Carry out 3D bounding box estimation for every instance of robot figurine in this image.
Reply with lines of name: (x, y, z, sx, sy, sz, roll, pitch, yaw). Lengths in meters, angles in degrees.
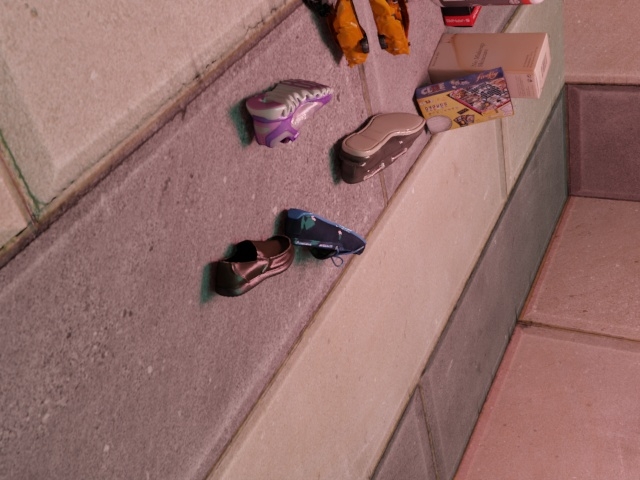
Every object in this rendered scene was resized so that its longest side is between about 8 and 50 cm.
robot figurine: (0.089, -0.495, 1.694, 0.291, 0.211, 0.085, 62, 22, -54)

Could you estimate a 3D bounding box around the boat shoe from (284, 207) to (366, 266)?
boat shoe: (0.000, 0.000, 1.759, 0.258, 0.109, 0.089, 21, 85, -45)

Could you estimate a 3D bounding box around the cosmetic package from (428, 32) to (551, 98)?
cosmetic package: (0.485, -0.502, 2.300, 0.160, 0.310, 0.113, -67, 149, -29)

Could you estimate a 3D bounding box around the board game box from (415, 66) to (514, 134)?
board game box: (0.406, -0.388, 2.250, 0.165, 0.243, 0.042, 55, 28, -53)

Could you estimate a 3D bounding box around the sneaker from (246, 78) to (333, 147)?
sneaker: (-0.060, -0.248, 1.579, 0.236, 0.095, 0.104, -36, 134, -48)

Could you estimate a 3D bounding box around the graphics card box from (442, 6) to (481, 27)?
graphics card box: (0.396, -0.826, 2.281, 0.232, 0.094, 0.371, -64, 148, -31)

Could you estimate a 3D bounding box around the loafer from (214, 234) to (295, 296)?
loafer: (-0.120, 0.032, 1.533, 0.220, 0.080, 0.078, -39, 130, -53)

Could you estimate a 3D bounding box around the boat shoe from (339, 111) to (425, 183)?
boat shoe: (0.145, -0.231, 1.959, 0.335, 0.112, 0.095, -34, 143, -48)

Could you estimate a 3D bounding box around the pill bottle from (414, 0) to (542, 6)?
pill bottle: (0.374, -0.686, 1.984, 0.210, 0.363, 0.210, -22, 116, -58)
